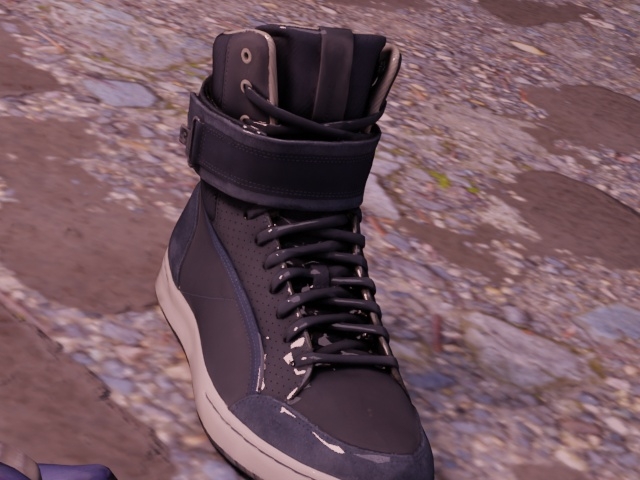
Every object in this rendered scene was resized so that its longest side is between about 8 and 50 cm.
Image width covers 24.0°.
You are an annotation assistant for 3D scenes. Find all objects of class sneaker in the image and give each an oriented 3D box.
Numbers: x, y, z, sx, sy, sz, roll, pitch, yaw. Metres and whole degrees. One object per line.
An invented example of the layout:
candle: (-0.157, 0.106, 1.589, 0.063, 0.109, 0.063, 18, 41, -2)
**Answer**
sneaker: (-0.002, 0.000, 0.636, 0.086, 0.163, 0.226, 5, 27, -30)

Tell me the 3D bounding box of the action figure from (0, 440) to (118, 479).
action figure: (-0.045, 0.143, 0.269, 0.330, 0.178, 0.341, 13, -2, 3)
